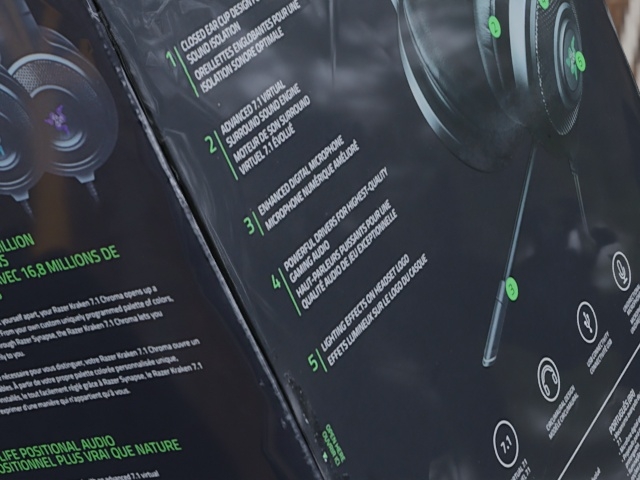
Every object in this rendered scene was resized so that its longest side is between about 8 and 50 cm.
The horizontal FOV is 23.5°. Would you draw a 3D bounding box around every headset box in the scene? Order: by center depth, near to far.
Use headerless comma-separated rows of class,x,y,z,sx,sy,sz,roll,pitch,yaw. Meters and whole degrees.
headset box,0.000,0.000,0.470,0.246,0.131,0.283,-46,117,-49
